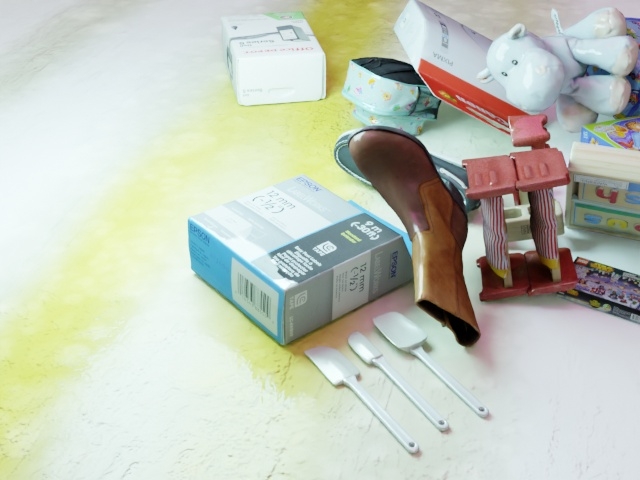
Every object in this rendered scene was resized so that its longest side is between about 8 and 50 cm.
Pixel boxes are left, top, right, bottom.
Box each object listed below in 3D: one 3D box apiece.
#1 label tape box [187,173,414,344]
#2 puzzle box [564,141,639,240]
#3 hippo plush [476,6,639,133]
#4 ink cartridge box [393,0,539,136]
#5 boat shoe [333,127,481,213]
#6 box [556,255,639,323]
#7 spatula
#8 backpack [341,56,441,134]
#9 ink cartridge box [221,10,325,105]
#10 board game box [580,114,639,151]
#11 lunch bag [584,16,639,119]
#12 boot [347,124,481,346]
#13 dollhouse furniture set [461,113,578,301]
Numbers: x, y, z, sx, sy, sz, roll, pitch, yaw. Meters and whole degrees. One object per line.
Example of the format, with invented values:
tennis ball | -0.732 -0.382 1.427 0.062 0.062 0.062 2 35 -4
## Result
label tape box | 0.000 0.000 1.491 0.347 0.115 0.249 -26 42 -32
puzzle box | 0.590 -0.047 1.463 0.408 0.272 0.052 12 76 18
hippo plush | 0.450 -0.361 1.803 0.236 0.234 0.294 0 52 -38
ink cartridge box | 0.329 -0.340 1.914 0.308 0.091 0.385 23 25 -21
boat shoe | 0.149 -0.124 1.682 0.302 0.114 0.091 15 30 23
box | 0.450 0.076 1.459 0.137 0.027 0.094 18 36 25
spatula | 0.110 0.188 1.290 0.168 0.019 0.242 -18 37 -28
backpack | 0.137 -0.299 1.908 0.188 0.144 0.166 7 25 -42
ink cartridge box | -0.111 -0.420 2.126 0.198 0.115 0.273 -6 34 -11
board game box | 0.705 -0.169 1.771 0.347 0.078 0.233 -11 30 -15
lunch bag | 0.712 -0.358 1.931 0.293 0.138 0.221 -8 47 -19
boot | 0.133 -0.009 1.373 0.096 0.264 0.280 -24 41 26
dollhouse furniture set | 0.318 -0.085 1.539 0.152 0.201 0.374 -7 28 10
